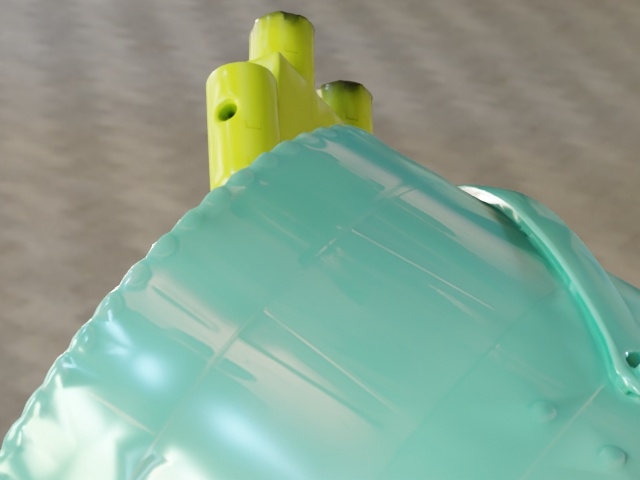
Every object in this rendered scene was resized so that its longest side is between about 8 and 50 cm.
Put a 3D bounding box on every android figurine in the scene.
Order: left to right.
[{"bbox_3d":[0.000,0.000,1.012,0.056,0.248,0.272,-17,54,22],"label":"android figurine"}]

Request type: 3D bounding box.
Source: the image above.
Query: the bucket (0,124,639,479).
[{"bbox_3d":[0.017,0.106,0.585,0.183,0.281,0.281,37,30,16],"label":"bucket"}]
